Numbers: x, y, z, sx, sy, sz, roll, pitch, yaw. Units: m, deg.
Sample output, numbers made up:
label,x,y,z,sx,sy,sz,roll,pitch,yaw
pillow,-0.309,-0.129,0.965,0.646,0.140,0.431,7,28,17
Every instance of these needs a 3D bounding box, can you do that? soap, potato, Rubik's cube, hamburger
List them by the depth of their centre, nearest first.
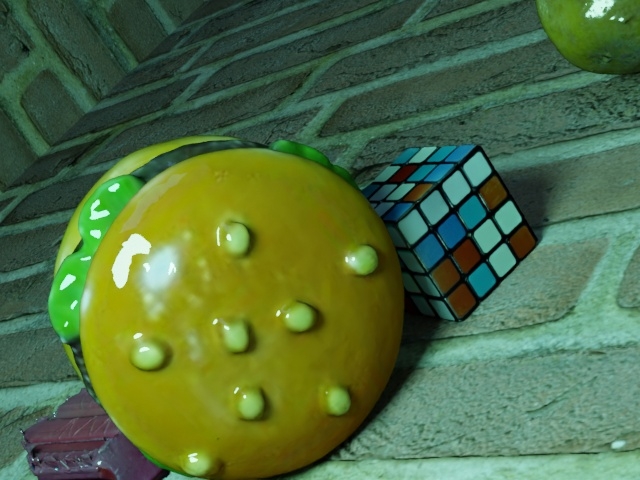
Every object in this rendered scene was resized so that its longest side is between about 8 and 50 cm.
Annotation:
label,x,y,z,sx,sy,sz,roll,pitch,yaw
hamburger,-0.102,0.059,1.455,0.396,0.395,0.277,-39,21,-12
Rubik's cube,0.137,-0.012,1.591,0.154,0.155,0.151,-43,23,-22
soap,-0.295,0.264,1.702,0.250,0.099,0.162,-10,32,45
potato,0.493,-0.363,1.811,0.397,0.290,0.296,5,62,0

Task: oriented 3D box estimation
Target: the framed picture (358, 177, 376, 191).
label,x,y,z,sx,sy,sz,roll,pitch,yaw
framed picture,0.000,0.000,1.950,0.197,0.014,0.252,-26,23,20
